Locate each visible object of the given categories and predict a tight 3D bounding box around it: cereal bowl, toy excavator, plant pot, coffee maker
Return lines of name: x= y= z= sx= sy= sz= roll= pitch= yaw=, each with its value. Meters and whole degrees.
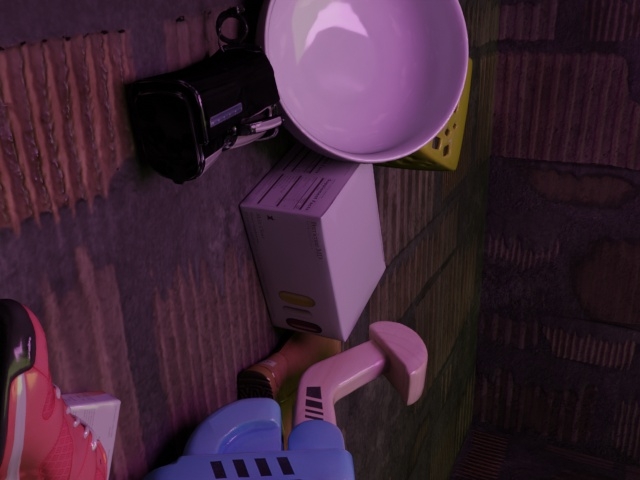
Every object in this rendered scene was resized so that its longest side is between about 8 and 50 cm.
cereal bowl: x=0.053 y=-0.286 z=0.992 sx=0.338 sy=0.141 sz=0.339 roll=-2 pitch=94 yaw=-21
toy excavator: x=-0.033 y=0.297 z=0.913 sx=0.445 sy=0.432 sz=0.222 roll=-96 pitch=-176 yaw=-52
plant pot: x=0.136 y=-0.260 z=1.204 sx=0.207 sy=0.228 sz=0.227 roll=4 pitch=94 yaw=-59
coffee maker: x=-0.143 y=-0.178 z=0.780 sx=0.178 sy=0.120 sz=0.171 roll=-43 pitch=113 yaw=-54

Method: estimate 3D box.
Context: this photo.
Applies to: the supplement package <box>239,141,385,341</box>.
supplement package: x=0.000 y=0.000 z=1.081 sx=0.204 sy=0.145 sz=0.262 roll=-55 pitch=144 yaw=-44

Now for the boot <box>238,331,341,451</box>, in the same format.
boot: x=-0.041 y=0.279 z=1.156 sx=0.269 sy=0.089 sz=0.236 roll=-28 pitch=123 yaw=-61

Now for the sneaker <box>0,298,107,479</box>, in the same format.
sneaker: x=-0.267 y=0.194 z=0.596 sx=0.136 sy=0.116 sz=0.314 roll=-16 pitch=117 yaw=-55

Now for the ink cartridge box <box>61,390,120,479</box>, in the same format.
ink cartridge box: x=-0.303 y=0.238 z=0.659 sx=0.179 sy=0.045 sz=0.145 roll=8 pitch=91 yaw=-47
